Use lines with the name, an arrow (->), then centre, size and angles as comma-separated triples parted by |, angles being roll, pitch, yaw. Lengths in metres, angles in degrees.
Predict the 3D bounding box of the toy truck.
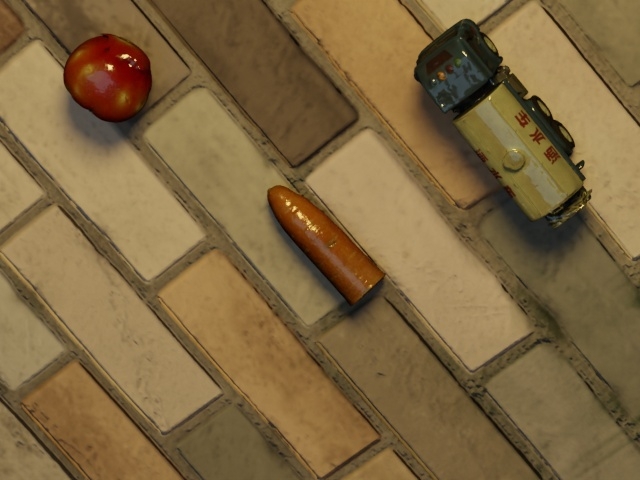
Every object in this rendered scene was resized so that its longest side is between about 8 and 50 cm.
toy truck -> 0.165, -0.100, 1.692 | 0.074, 0.088, 0.201 | -36, 99, 23

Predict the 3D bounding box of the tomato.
tomato -> -0.195, -0.156, 1.751 | 0.087, 0.087, 0.075 | 37, 110, -3

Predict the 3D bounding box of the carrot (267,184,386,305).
carrot -> 0.000, 0.000, 1.786 | 0.048, 0.048, 0.139 | -42, 96, 22
